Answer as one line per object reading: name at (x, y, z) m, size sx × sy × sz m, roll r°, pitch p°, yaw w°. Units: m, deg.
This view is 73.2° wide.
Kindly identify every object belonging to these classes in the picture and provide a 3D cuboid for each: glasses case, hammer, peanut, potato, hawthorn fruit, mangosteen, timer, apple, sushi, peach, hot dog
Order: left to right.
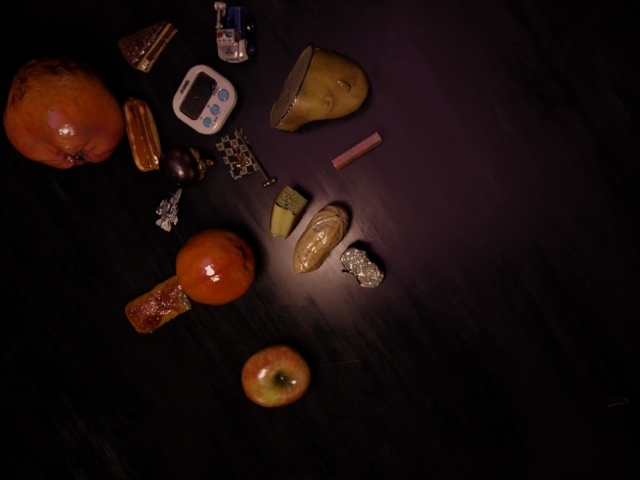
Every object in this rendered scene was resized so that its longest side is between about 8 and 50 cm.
hawthorn fruit at (-1.074, -0.539, 1.807) m, size 0.473 × 0.472 × 0.470 m, roll 2°, pitch 100°, yaw 10°
hot dog at (-0.797, -0.482, 1.941) m, size 0.135 × 0.100 × 0.336 m, roll -12°, pitch 98°, yaw 4°
mangosteen at (-0.592, -0.332, 1.897) m, size 0.231 × 0.194 × 0.194 m, roll -23°, pitch 95°, yaw -14°
timer at (-0.497, -0.609, 1.869) m, size 0.237 × 0.087 × 0.261 m, roll 36°, pitch 103°, yaw 2°
peach at (-0.442, 0.105, 1.864) m, size 0.302 × 0.343 × 0.342 m, roll -20°, pitch 96°, yaw 31°
sushi at (-0.367, -0.380, 1.911) m, size 0.139 × 0.031 × 0.200 m, roll -27°, pitch 92°, yaw -11°
hammer at (-0.295, -0.368, 1.897) m, size 0.058 × 0.029 × 0.292 m, roll -32°, pitch 92°, yaw -13°
apple at (-0.201, 0.605, 1.958) m, size 0.310 × 0.250 × 0.276 m, roll 6°, pitch 86°, yaw -12°
peanut at (-0.001, -0.003, 1.848) m, size 0.339 × 0.159 × 0.174 m, roll -53°, pitch 49°, yaw 17°
potato at (0.008, -0.559, 1.722) m, size 0.296 × 0.289 × 0.397 m, roll 19°, pitch 125°, yaw -21°
glasses case at (0.154, -0.372, 1.799) m, size 0.218 × 0.075 × 0.049 m, roll -31°, pitch 96°, yaw 13°
sushi at (0.178, 0.117, 1.858) m, size 0.212 × 0.115 × 0.147 m, roll 43°, pitch 101°, yaw 2°

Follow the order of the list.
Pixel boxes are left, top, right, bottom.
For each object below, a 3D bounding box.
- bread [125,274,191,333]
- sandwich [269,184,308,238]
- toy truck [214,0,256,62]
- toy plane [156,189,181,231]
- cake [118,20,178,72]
bread at (-0.750, 0.302, 2.062) m, size 0.381 × 0.109 × 0.185 m, roll -31°, pitch 92°, yaw 12°
sandwich at (-0.149, -0.114, 1.878) m, size 0.122 × 0.128 × 0.235 m, roll 33°, pitch 147°, yaw 4°
toy truck at (-0.364, -0.846, 1.759) m, size 0.161 × 0.177 × 0.212 m, roll 2°, pitch 99°, yaw 9°
toy plane at (-0.700, -0.150, 1.991) m, size 0.160 × 0.082 × 0.233 m, roll 28°, pitch 105°, yaw 32°
cake at (-0.753, -0.870, 1.859) m, size 0.135 × 0.112 × 0.246 m, roll 44°, pitch 104°, yaw 3°
